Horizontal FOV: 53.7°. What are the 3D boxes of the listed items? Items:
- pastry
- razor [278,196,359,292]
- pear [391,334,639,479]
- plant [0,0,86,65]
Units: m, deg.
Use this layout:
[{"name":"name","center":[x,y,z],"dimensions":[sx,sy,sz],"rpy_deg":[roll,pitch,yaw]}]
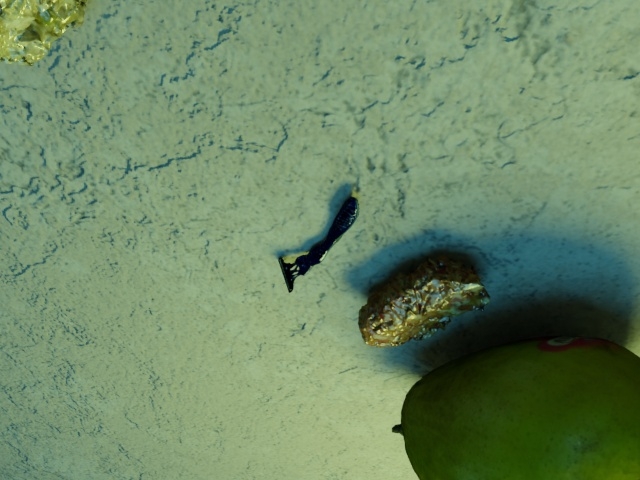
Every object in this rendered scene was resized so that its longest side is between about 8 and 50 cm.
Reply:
[{"name":"pastry","center":[0.112,0.067,0.728],"dimensions":[0.169,0.063,0.087],"rpy_deg":[-33,133,31]},{"name":"razor","center":[0.003,0.000,0.698],"dimensions":[0.028,0.044,0.154],"rpy_deg":[1,145,-38]},{"name":"pear","center":[0.246,0.248,0.757],"dimensions":[0.375,0.288,0.287],"rpy_deg":[-3,140,39]},{"name":"plant","center":[-0.244,-0.201,0.476],"dimensions":[0.116,0.104,0.122],"rpy_deg":[-34,100,12]}]
